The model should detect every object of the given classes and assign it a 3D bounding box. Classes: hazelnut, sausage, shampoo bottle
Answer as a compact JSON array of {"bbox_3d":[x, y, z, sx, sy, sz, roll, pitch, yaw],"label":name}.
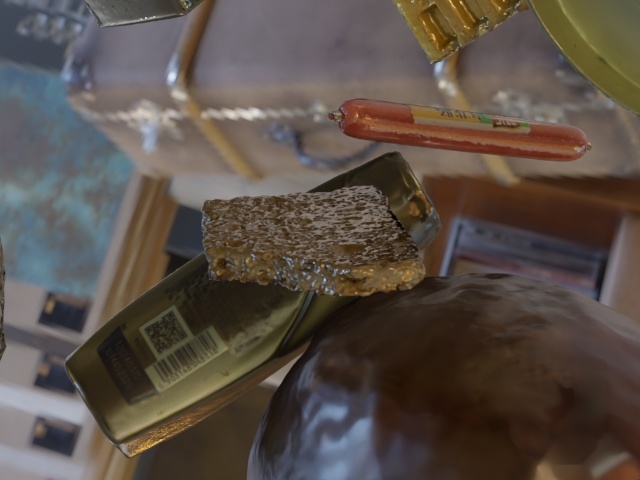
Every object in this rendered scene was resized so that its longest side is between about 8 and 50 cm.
[{"bbox_3d":[0.148,0.211,1.227,0.421,0.352,0.421,9,146,6],"label":"hazelnut"},{"bbox_3d":[0.103,-0.077,1.131,0.223,0.029,0.029,4,163,-28],"label":"sausage"},{"bbox_3d":[-0.054,0.050,1.398,0.125,0.350,0.084,53,176,27],"label":"shampoo bottle"}]

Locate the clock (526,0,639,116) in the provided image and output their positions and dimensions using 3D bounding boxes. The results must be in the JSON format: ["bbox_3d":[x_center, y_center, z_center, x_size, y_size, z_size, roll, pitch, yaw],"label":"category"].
[{"bbox_3d":[0.189,-0.159,0.750,0.235,0.029,0.235,22,128,31],"label":"clock"}]

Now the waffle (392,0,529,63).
[{"bbox_3d":[0.153,-0.340,1.786,0.248,0.055,0.221,-27,98,50],"label":"waffle"}]

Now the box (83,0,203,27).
[{"bbox_3d":[-0.203,-0.410,2.083,0.221,0.290,0.166,-1,125,38],"label":"box"}]

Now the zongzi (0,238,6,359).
[{"bbox_3d":[-0.380,0.118,1.488,0.111,0.247,0.241,37,-169,-12],"label":"zongzi"}]

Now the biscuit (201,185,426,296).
[{"bbox_3d":[-0.011,0.002,1.028,0.131,0.026,0.237,-7,-166,-4],"label":"biscuit"}]
